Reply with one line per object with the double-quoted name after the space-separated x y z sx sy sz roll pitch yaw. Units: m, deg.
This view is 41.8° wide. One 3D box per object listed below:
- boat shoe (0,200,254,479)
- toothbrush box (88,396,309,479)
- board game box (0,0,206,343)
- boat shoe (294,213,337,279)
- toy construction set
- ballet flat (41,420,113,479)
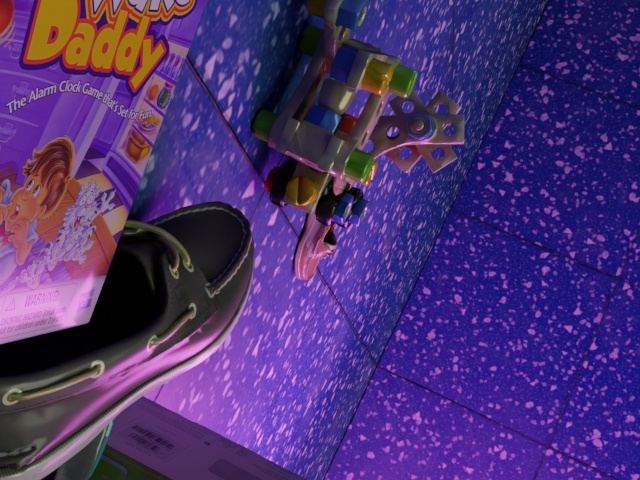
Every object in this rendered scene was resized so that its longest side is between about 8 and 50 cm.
-0.134 0.044 0.574 0.305 0.109 0.091 -43 158 -49 "boat shoe"
-0.152 0.312 0.736 0.283 0.206 0.122 -69 166 12 "toothbrush box"
-0.174 -0.066 0.313 0.233 0.078 0.347 -68 166 9 "board game box"
0.000 0.000 1.113 0.050 0.045 0.135 -45 154 -55 "boat shoe"
0.038 -0.120 0.893 0.327 0.151 0.215 13 100 -65 "toy construction set"
-0.206 0.172 0.610 0.068 0.072 0.213 13 99 -45 "ballet flat"
